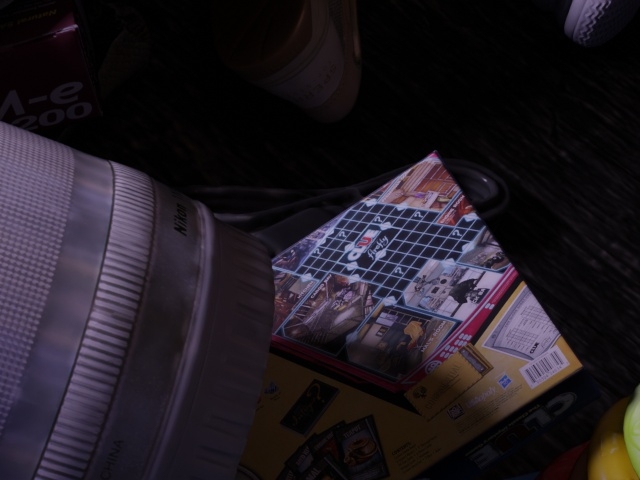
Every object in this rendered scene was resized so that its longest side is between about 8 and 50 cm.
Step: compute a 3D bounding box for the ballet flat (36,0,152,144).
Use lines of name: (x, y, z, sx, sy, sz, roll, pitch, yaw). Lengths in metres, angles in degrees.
ballet flat: (-0.186, -0.088, 1.112, 0.084, 0.058, 0.250, 29, 45, 12)

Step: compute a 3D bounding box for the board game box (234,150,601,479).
board game box: (0.005, 0.082, 0.921, 0.243, 0.042, 0.165, -33, 56, 4)

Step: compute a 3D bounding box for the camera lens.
camera lens: (-0.185, 0.047, 0.795, 0.274, 0.219, 0.219, 20, 43, -16)

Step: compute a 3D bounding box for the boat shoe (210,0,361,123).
boat shoe: (-0.025, -0.208, 1.264, 0.098, 0.109, 0.302, 39, 29, -39)

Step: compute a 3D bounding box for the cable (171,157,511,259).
cable: (0.000, 0.000, 1.106, 0.139, 0.072, 0.287, 34, 34, 27)

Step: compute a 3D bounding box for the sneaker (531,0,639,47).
sneaker: (0.229, -0.271, 1.390, 0.153, 0.101, 0.268, 35, 49, 13)

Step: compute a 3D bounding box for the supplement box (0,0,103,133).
supplement box: (-0.220, -0.158, 1.110, 0.130, 0.073, 0.239, -14, 40, -1)

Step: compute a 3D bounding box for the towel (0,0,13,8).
towel: (-0.256, -0.222, 1.110, 0.312, 0.056, 0.324, 26, 53, 34)

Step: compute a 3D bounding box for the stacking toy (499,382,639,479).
stacking toy: (0.208, 0.109, 0.870, 0.165, 0.302, 0.175, -7, 48, -23)
